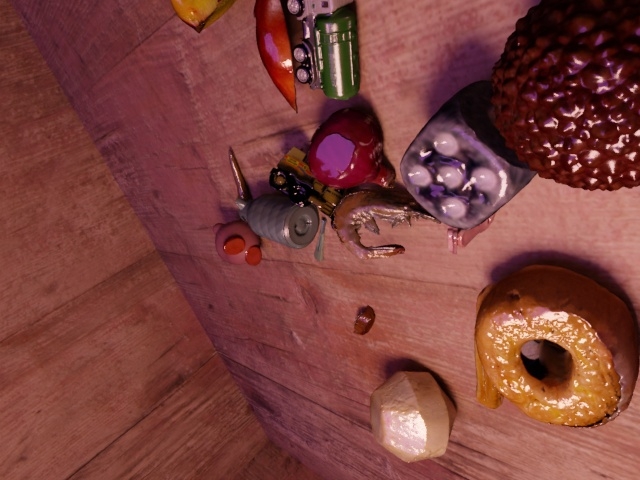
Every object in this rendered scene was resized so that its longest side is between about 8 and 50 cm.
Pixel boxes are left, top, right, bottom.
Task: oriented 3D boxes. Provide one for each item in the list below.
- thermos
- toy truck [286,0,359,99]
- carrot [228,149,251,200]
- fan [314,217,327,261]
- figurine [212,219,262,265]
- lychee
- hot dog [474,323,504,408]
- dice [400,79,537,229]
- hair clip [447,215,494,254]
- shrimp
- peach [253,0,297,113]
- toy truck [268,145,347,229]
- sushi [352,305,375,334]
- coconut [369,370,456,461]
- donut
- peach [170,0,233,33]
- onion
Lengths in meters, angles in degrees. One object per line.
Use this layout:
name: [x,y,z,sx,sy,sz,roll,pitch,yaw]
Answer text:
thermos: [-0.136,-0.066,1.337,0.286,0.145,0.182,17,164,45]
toy truck: [0.016,-0.408,0.857,0.125,0.101,0.242,21,138,32]
carrot: [-0.276,-0.190,1.466,0.049,0.049,0.254,19,132,40]
fan: [0.000,0.000,1.330,0.038,0.016,0.193,38,145,24]
figurine: [-0.308,0.005,1.579,0.173,0.173,0.173,31,141,29]
lychee: [0.349,-0.195,0.527,0.264,0.300,0.264,2,115,5]
hot dog: [0.421,0.308,1.060,0.088,0.061,0.286,23,134,38]
dice: [0.261,-0.142,0.726,0.181,0.182,0.183,47,145,9]
hair clip: [0.269,-0.043,0.855,0.102,0.138,0.123,26,146,42]
shrimp: [0.145,-0.033,0.987,0.253,0.058,0.173,14,94,19]
peach: [-0.102,-0.417,0.941,0.189,0.068,0.279,-106,6,-68]
toy truck: [-0.002,-0.123,1.103,0.257,0.127,0.127,37,-178,4]
sushi: [0.137,0.263,1.373,0.055,0.052,0.120,37,143,24]
coconut: [0.285,0.524,1.288,0.259,0.259,0.259,31,141,29]
donut: [0.449,0.204,0.830,0.317,0.150,0.299,39,132,9]
peach: [-0.248,-0.592,0.957,0.159,0.154,0.267,55,157,-20]
onion: [0.075,-0.180,0.964,0.218,0.140,0.195,40,127,-2]
